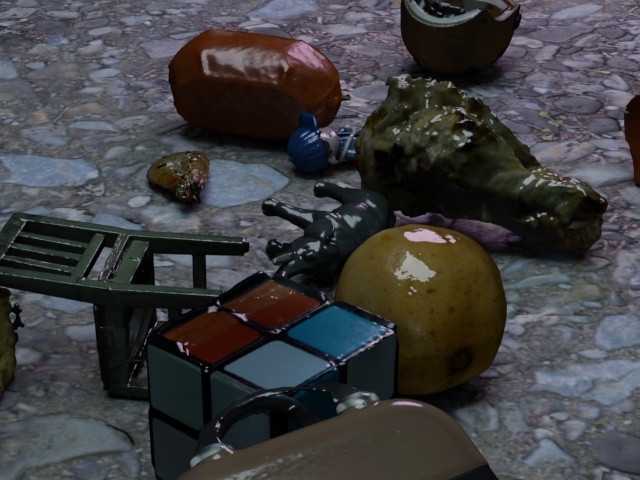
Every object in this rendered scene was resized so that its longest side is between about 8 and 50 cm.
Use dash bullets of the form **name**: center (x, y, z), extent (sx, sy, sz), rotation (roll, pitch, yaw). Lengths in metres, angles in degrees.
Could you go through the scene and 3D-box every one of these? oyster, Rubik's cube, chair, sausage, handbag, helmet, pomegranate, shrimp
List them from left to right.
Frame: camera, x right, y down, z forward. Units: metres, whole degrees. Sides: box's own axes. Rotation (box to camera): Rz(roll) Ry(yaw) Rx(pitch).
- **chair**: center (-0.218, 0.074, 1.564), extent (0.270, 0.147, 0.136), rotation (5, 30, 6)
- **shrimp**: center (-0.190, -0.084, 1.997), extent (0.091, 0.043, 0.184), rotation (-14, 23, -8)
- **sausage**: center (-0.095, -0.227, 2.139), extent (0.268, 0.153, 0.141), rotation (10, 41, 16)
- **Rubik's cube**: center (-0.045, 0.155, 1.381), extent (0.180, 0.167, 0.183), rotation (20, 35, 33)
- **handbag**: center (-0.003, 0.235, 1.151), extent (0.301, 0.149, 0.283), rotation (-16, 58, -25)
- **pomegranate**: center (0.103, 0.070, 1.546), extent (0.196, 0.196, 0.196), rotation (-1, 27, 0)
- **helmet**: center (0.223, -0.338, 2.373), extent (0.198, 0.130, 0.224), rotation (16, 21, 22)
- **oyster**: center (0.198, -0.073, 1.835), extent (0.337, 0.198, 0.133), rotation (23, 44, 7)

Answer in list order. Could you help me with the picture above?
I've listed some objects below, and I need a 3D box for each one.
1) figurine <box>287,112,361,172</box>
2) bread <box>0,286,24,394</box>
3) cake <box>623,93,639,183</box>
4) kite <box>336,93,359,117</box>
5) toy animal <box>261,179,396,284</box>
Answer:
- **figurine**: center (0.016, -0.129, 2.058), extent (0.136, 0.079, 0.077), rotation (11, 23, -32)
- **bread**: center (-0.407, 0.142, 1.466), extent (0.134, 0.129, 0.260), rotation (4, 26, 12)
- **cake**: center (0.537, -0.101, 1.961), extent (0.287, 0.135, 0.098), rotation (29, 30, 12)
- **kite**: center (-0.029, -0.220, 2.281), extent (0.160, 0.010, 0.183), rotation (-7, 27, -11)
- **toy animal**: center (-0.009, -0.001, 1.775), extent (0.137, 0.082, 0.269), rotation (17, 31, 33)
